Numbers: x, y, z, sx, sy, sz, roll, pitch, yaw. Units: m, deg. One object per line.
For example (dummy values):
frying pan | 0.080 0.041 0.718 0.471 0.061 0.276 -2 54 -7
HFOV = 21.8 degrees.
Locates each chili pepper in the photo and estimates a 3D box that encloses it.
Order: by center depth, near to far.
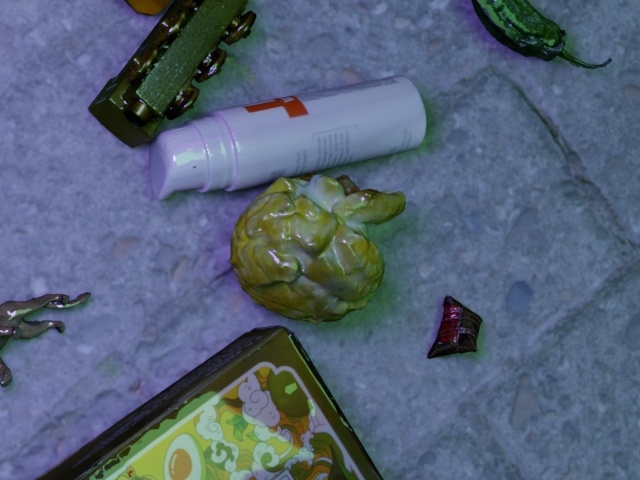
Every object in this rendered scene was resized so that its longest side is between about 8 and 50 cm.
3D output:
chili pepper | 0.252 -0.311 2.172 0.122 0.065 0.279 -38 97 -18

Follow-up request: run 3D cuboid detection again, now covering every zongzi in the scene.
zongzi | 0.180 0.121 2.101 0.067 0.073 0.083 40 72 -35

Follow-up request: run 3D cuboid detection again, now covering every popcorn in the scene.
popcorn | 0.000 0.000 1.963 0.198 0.198 0.212 42 89 -15

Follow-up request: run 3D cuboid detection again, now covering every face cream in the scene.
face cream | -0.042 -0.124 2.008 0.346 0.102 0.102 -13 91 -25

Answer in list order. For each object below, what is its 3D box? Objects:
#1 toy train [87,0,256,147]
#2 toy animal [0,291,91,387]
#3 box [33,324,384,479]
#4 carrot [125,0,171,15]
toy train | -0.169 -0.216 1.942 0.090 0.137 0.225 42 67 -18
toy animal | -0.348 0.106 1.868 0.220 0.086 0.069 -25 135 -29
box | -0.116 0.359 1.917 0.420 0.138 0.373 -35 100 -23
carrot | -0.271 -0.370 1.946 0.260 0.070 0.070 46 70 -12
